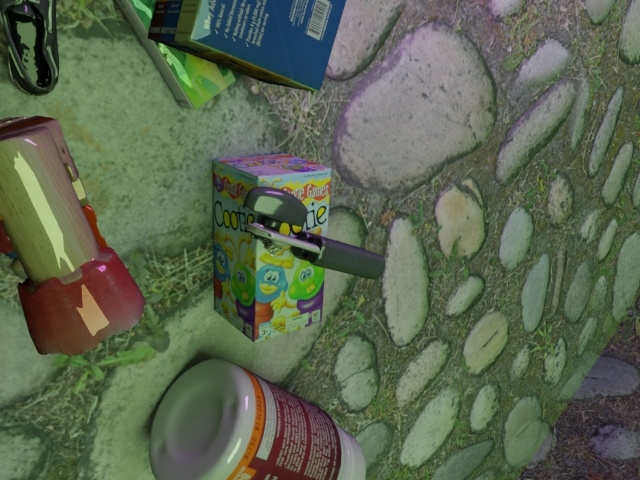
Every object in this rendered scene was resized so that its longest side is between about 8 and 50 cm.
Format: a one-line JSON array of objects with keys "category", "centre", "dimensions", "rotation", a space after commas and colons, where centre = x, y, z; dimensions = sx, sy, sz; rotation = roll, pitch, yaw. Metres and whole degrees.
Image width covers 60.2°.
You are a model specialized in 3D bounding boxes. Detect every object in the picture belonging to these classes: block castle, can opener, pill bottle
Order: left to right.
[{"category": "block castle", "centre": [-0.374, 0.032, 0.506], "dimensions": [0.303, 0.453, 0.212], "rotation": [-28, 115, -30]}, {"category": "pill bottle", "centre": [-0.095, 0.389, 1.018], "dimensions": [0.392, 0.224, 0.224], "rotation": [41, 80, -41]}, {"category": "can opener", "centre": [0.000, 0.000, 0.852], "dimensions": [0.280, 0.074, 0.093], "rotation": [22, 91, -43]}]

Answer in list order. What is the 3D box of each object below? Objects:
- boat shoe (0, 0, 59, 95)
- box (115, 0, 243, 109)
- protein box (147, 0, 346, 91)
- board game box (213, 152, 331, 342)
[{"category": "boat shoe", "centre": [-0.346, -0.278, 0.659], "dimensions": [0.075, 0.065, 0.206], "rotation": [-12, 114, -36]}, {"category": "box", "centre": [-0.130, -0.377, 0.803], "dimensions": [0.322, 0.058, 0.232], "rotation": [-42, 128, -17]}, {"category": "protein box", "centre": [-0.087, -0.327, 0.729], "dimensions": [0.201, 0.136, 0.199], "rotation": [9, 101, -41]}, {"category": "board game box", "centre": [-0.085, 0.005, 0.931], "dimensions": [0.144, 0.142, 0.275], "rotation": [-12, 114, -36]}]
